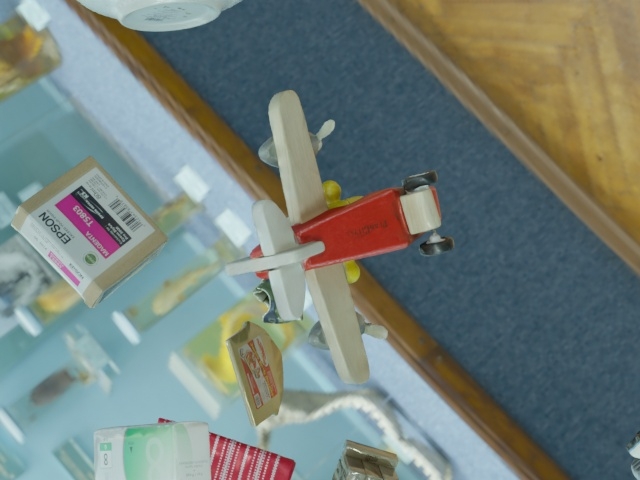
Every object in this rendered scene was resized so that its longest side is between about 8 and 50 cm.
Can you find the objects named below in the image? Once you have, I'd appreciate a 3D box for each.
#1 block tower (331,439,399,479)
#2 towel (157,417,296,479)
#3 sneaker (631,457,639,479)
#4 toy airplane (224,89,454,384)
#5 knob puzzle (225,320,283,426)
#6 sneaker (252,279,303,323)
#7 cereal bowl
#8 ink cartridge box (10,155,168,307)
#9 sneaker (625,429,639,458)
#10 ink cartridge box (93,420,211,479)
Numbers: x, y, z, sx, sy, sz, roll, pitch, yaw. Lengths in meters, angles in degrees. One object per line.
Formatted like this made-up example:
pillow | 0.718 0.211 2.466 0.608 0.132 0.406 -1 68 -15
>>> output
block tower | 0.029 0.493 1.677 0.091 0.335 0.097 18 -172 -8
towel | -0.199 0.460 1.947 0.275 0.199 0.031 17 172 2
sneaker | 0.570 0.396 1.690 0.105 0.281 0.115 -37 89 22
toy airplane | 0.000 0.000 1.769 0.384 0.386 0.272 33 160 -27
knob puzzle | -0.123 0.249 2.035 0.030 0.213 0.213 -16 117 22
sneaker | -0.094 0.085 2.091 0.064 0.086 0.192 80 175 -52
cereal bowl | -0.243 -0.419 1.666 0.339 0.339 0.141 -14 83 62
ink cartridge box | -0.448 -0.019 2.063 0.235 0.193 0.088 46 144 0
sneaker | 0.538 0.253 1.474 0.085 0.237 0.086 96 150 -67
ink cartridge box | -0.186 0.317 1.172 0.181 0.056 0.225 -15 73 48
